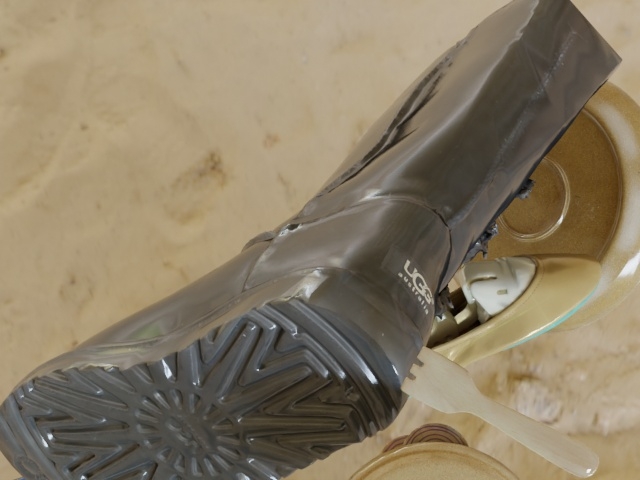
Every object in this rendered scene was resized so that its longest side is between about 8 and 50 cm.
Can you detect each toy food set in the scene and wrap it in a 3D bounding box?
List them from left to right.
[{"bbox_3d":[0.058,0.166,0.770,0.132,0.038,0.192,30,93,1],"label":"toy food set"}]

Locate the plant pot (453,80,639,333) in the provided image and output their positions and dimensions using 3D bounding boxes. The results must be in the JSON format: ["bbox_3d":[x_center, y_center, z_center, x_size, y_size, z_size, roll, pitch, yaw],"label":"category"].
[{"bbox_3d":[0.191,-0.036,1.242,0.236,0.032,0.236,-6,80,39],"label":"plant pot"}]

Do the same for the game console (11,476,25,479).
[{"bbox_3d":[-0.234,0.331,1.427,0.293,0.250,0.173,-14,71,-29],"label":"game console"}]

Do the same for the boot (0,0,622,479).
[{"bbox_3d":[0.002,0.000,1.052,0.367,0.146,0.445,-20,23,38],"label":"boot"}]

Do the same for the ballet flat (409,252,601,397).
[{"bbox_3d":[0.109,0.061,1.115,0.232,0.073,0.080,-31,28,8],"label":"ballet flat"}]
